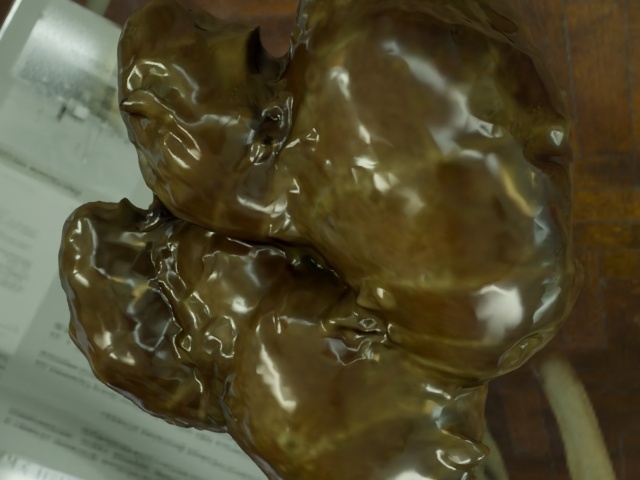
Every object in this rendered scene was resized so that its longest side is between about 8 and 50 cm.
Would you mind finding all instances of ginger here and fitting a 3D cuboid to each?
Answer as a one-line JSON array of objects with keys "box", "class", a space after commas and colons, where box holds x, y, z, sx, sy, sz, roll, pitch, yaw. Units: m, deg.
[{"box": [0.007, -0.008, 0.598, 0.274, 0.152, 0.357, 26, 115, 7], "class": "ginger"}]
